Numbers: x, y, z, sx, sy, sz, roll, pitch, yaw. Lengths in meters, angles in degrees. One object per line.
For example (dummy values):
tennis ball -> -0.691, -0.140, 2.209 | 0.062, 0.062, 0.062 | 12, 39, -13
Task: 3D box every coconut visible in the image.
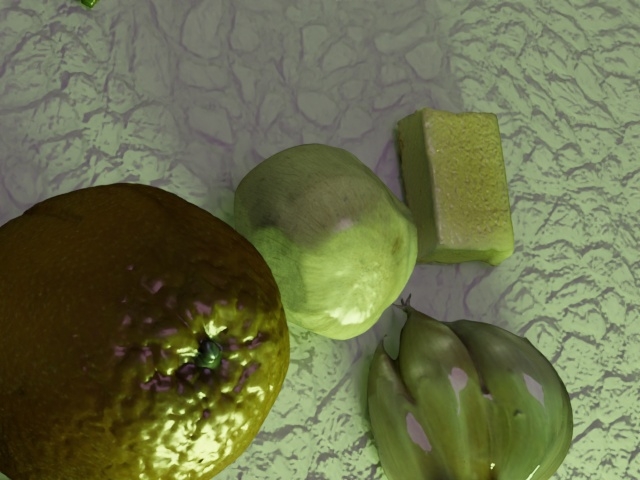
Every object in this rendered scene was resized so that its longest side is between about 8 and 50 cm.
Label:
coconut -> 0.000, 0.000, 1.815 | 0.224, 0.224, 0.224 | 11, 68, -28

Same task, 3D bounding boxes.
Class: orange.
orange -> -0.188, 0.100, 1.559 | 0.322, 0.357, 0.322 | 3, 84, -34

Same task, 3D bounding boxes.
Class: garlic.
garlic -> 0.175, 0.199, 1.897 | 0.237, 0.210, 0.292 | -3, 77, 4

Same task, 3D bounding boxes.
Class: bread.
bread -> 0.165, -0.065, 2.006 | 0.125, 0.068, 0.188 | 2, 73, -31

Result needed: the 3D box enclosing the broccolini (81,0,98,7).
broccolini -> -0.335, -0.321, 1.810 | 0.216, 0.067, 0.058 | 41, 60, -24
